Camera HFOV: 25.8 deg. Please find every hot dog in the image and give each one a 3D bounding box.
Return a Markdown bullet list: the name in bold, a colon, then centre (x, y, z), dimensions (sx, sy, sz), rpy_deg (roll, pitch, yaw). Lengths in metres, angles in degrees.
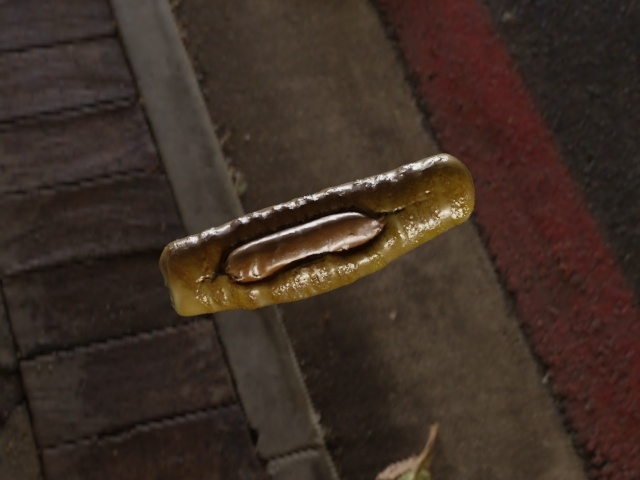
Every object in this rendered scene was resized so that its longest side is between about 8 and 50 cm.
- **hot dog**: centre (0.000, 0.000, 0.580), dimensions (0.137, 0.028, 0.044), rpy_deg (-16, 81, 0)
